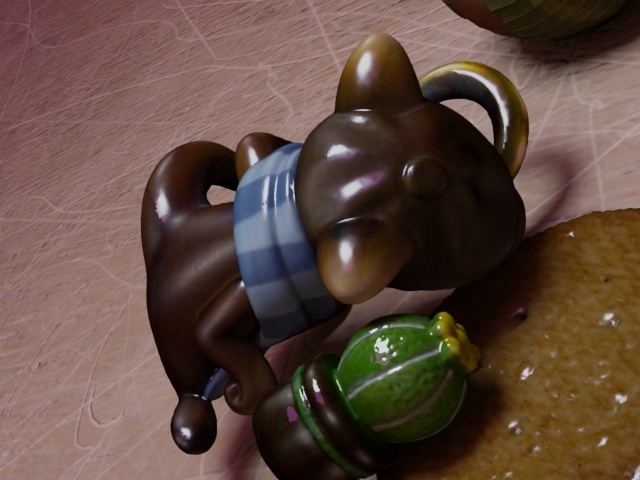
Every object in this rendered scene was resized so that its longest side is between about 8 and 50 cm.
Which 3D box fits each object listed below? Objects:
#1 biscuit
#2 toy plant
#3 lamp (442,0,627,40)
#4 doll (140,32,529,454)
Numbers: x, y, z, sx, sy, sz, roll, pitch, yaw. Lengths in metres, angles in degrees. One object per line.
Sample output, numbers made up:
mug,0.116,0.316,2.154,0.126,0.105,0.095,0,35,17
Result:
biscuit,0.162,0.095,0.892,0.305,0.038,0.305,-32,29,20
toy plant,0.036,0.110,0.894,0.162,0.093,0.093,-34,30,19
lamp,0.216,-0.306,1.181,0.250,0.284,0.250,6,97,52
doll,0.003,0.002,1.026,0.339,0.209,0.318,-28,44,41
